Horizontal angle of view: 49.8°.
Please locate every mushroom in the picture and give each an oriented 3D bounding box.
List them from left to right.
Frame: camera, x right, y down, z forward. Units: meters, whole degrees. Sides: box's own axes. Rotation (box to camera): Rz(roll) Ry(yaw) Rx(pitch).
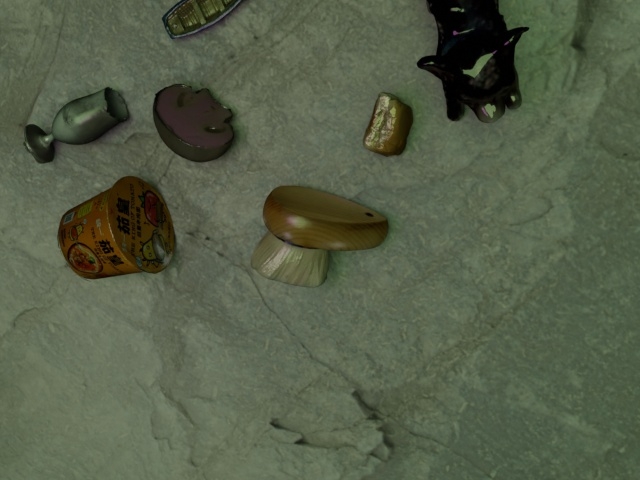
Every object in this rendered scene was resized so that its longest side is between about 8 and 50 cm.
[{"bbox_3d":[-0.277,-0.239,1.470,0.188,0.141,0.117,45,137,5],"label":"mushroom"}]

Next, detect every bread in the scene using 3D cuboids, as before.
[{"bbox_3d":[0.140,-0.230,1.385,0.082,0.106,0.125,19,103,10],"label":"bread"}]

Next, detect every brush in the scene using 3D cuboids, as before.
[{"bbox_3d":[0.000,0.000,1.424,0.267,0.174,0.166,11,114,-7],"label":"brush"}]

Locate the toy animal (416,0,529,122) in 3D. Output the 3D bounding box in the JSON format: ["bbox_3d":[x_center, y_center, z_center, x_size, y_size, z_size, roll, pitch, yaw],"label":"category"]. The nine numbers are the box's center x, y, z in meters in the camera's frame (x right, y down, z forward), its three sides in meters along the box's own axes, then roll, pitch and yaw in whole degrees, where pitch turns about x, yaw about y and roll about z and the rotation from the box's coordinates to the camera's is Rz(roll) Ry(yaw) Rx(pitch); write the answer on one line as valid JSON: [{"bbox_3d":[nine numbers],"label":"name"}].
[{"bbox_3d":[0.267,-0.379,1.241,0.194,0.303,0.344,-13,93,16],"label":"toy animal"}]

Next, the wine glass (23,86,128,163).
[{"bbox_3d":[-0.543,-0.258,1.527,0.222,0.103,0.103,-24,91,14],"label":"wine glass"}]

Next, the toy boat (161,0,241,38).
[{"bbox_3d":[-0.228,-0.500,1.461,0.229,0.046,0.080,-26,90,13],"label":"toy boat"}]

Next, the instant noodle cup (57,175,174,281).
[{"bbox_3d":[-0.447,-0.014,1.493,0.172,0.216,0.215,-16,93,22],"label":"instant noodle cup"}]
